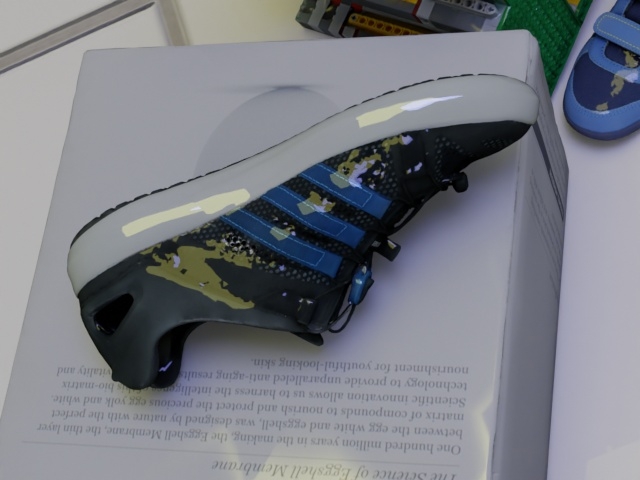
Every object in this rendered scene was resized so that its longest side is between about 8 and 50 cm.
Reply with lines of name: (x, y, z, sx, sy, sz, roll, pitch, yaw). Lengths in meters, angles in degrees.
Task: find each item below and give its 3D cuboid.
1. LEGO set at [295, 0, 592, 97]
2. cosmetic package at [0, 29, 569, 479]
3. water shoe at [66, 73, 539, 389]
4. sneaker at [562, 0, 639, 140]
LEGO set: (0.034, -0.220, 0.673, 0.192, 0.331, 0.255, 22, 94, 28)
cosmetic package: (-0.008, 0.036, 0.643, 0.224, 0.138, 0.225, 1, 64, 18)
water shoe: (0.000, 0.000, 0.551, 0.203, 0.073, 0.080, -22, 82, 11)
sneaker: (0.171, -0.116, 0.703, 0.053, 0.059, 0.144, 32, 79, 26)
